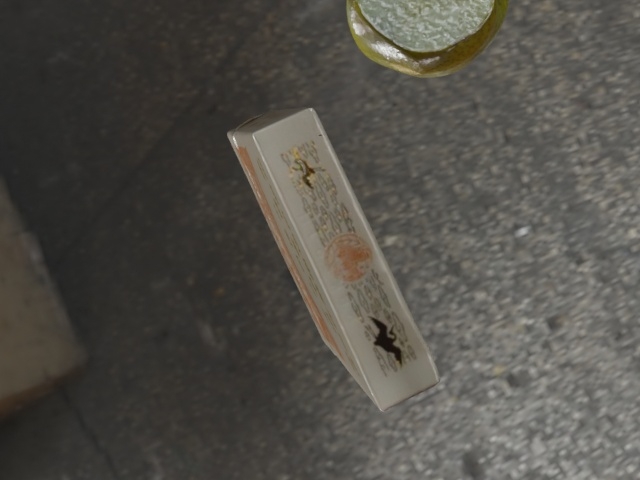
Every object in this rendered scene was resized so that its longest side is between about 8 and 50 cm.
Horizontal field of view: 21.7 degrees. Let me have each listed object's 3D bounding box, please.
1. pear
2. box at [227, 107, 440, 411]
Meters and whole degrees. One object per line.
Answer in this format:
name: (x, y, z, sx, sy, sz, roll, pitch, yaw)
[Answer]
pear: (0.095, -0.197, 1.444, 0.141, 0.104, 0.141, -5, 69, 12)
box: (-0.001, 0.000, 1.255, 0.051, 0.365, 0.205, -26, 96, -3)
